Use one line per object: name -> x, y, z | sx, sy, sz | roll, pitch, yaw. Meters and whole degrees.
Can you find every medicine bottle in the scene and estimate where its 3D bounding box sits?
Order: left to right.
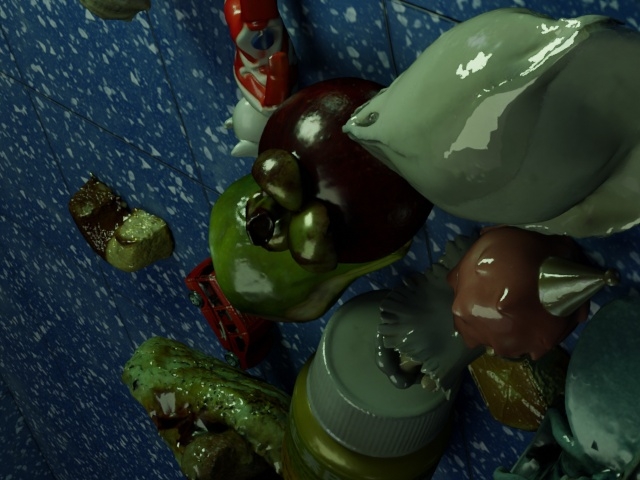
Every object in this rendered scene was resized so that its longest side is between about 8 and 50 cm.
medicine bottle -> 0.070, 0.237, 1.821 | 0.224, 0.224, 0.384 | 43, 152, 17

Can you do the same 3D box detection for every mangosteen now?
mangosteen -> 0.011, -0.060, 1.481 | 0.215, 0.257, 0.215 | 24, 136, 26

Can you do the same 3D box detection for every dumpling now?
dumpling -> 0.198, -0.096, 1.262 | 0.260, 0.181, 0.341 | 38, 125, -24

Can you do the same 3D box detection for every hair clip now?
hair clip -> 0.326, 0.309, 1.446 | 0.318, 0.392, 0.238 | 39, 180, 20

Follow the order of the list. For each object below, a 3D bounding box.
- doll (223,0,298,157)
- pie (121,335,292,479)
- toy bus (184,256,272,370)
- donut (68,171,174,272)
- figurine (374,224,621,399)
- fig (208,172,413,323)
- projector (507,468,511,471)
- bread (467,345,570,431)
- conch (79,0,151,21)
doll -> -0.071, -0.229, 1.569 | 0.384, 0.099, 0.188 | 90, 166, -53
pie -> -0.124, 0.304, 2.188 | 0.395, 0.180, 0.418 | 33, -175, -33
toy bus -> -0.134, 0.119, 2.170 | 0.089, 0.081, 0.195 | -6, 118, 50
donut -> -0.349, -0.010, 2.340 | 0.217, 0.085, 0.141 | 26, 144, 39
figurine -> 0.202, 0.069, 1.468 | 0.166, 0.207, 0.387 | 36, 145, -19
fig -> 0.000, 0.000, 1.714 | 0.275, 0.206, 0.206 | -8, 122, 29
projector -> 0.297, 0.396, 1.842 | 0.147, 0.061, 0.115 | 36, 152, 29
bread -> 0.246, 0.164, 1.613 | 0.140, 0.069, 0.128 | 60, 152, -10
conch -> -0.274, -0.394, 1.625 | 0.291, 0.159, 0.210 | 34, -145, -49
